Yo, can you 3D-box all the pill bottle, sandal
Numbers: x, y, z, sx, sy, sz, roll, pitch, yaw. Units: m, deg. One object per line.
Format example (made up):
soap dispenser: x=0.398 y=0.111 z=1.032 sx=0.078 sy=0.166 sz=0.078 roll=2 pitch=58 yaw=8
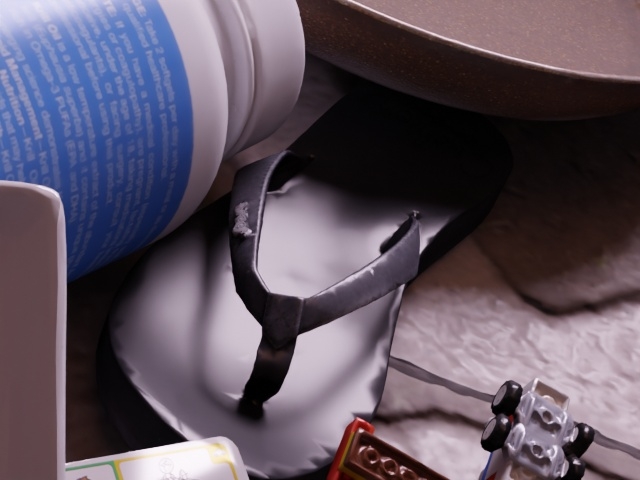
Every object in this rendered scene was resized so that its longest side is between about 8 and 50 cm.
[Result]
pill bottle: x=-0.108 y=-0.040 z=0.603 sx=0.124 sy=0.124 sz=0.221 roll=42 pitch=42 yaw=21
sandal: x=-0.001 y=-0.001 z=0.668 sx=0.097 sy=0.054 sz=0.254 roll=29 pitch=39 yaw=5

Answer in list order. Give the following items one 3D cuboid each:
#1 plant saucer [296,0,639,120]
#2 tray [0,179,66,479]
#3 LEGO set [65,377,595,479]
plant saucer: x=0.043 y=-0.140 z=0.830 sx=0.310 sy=0.050 sz=0.310 roll=17 pitch=33 yaw=-11
tray: x=-0.198 y=0.056 z=0.456 sx=0.270 sy=0.030 sz=0.145 roll=0 pitch=81 yaw=-14
LEGO set: x=0.034 y=0.137 z=0.547 sx=0.244 sy=0.060 sz=0.182 roll=-8 pitch=66 yaw=-33
